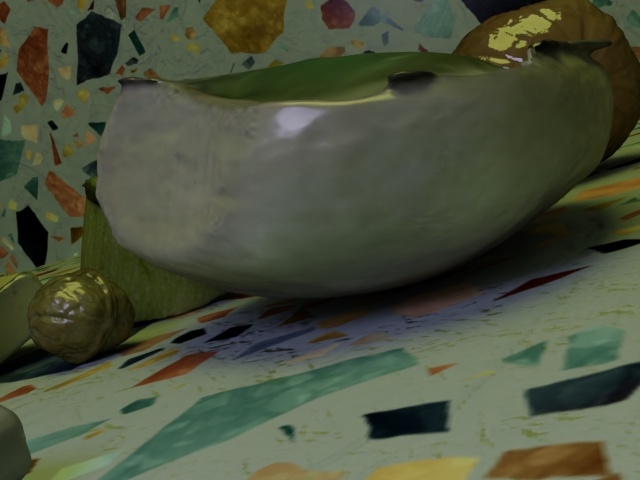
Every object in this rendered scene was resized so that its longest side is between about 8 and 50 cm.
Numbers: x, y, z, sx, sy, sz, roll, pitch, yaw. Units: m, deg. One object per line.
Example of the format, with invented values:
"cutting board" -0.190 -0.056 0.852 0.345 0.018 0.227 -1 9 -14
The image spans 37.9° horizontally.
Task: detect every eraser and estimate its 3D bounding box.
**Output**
"eraser" -0.337 0.086 0.928 0.117 0.058 0.172 -43 17 -25

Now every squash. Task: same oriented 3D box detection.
"squash" -0.141 0.003 0.979 0.220 0.133 0.220 3 14 -1

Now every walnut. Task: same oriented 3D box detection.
"walnut" 0.245 -0.164 1.052 0.228 0.228 0.228 -17 6 2
"walnut" -0.205 0.064 0.794 0.092 0.092 0.092 -17 6 2

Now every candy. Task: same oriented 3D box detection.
"candy" 0.044 -0.062 0.734 0.386 0.186 0.427 -1 13 40

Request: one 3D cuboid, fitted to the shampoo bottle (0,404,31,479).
"shampoo bottle" -0.214 0.124 0.357 0.086 0.056 0.227 -13 7 21
